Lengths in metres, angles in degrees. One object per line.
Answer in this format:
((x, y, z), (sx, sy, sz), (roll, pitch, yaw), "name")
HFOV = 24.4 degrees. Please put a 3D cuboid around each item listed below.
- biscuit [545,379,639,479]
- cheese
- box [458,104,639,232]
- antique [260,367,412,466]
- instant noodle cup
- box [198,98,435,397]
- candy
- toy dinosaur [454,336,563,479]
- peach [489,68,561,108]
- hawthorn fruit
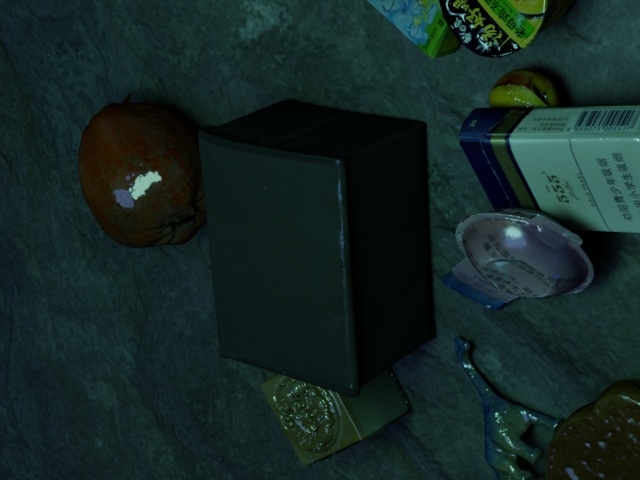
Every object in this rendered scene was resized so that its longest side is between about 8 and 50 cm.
((0.464, 0.361, 1.911), (0.381, 0.074, 0.358), (9, 115, 35), "biscuit")
((0.244, 0.030, 1.902), (0.189, 0.074, 0.286), (28, 155, -5), "cheese")
((0.311, -0.086, 1.806), (0.259, 0.071, 0.168), (5, 140, 40), "box")
((0.018, 0.236, 2.186), (0.147, 0.148, 0.152), (-33, 83, 42), "antique")
((0.233, -0.307, 1.781), (0.151, 0.122, 0.151), (17, 120, 32), "instant noodle cup")
((-0.001, 0.000, 2.057), (0.251, 0.204, 0.345), (13, 116, 36), "box")
((0.113, -0.333, 1.912), (0.194, 0.062, 0.097), (45, 132, 18), "candy")
((0.242, 0.276, 2.085), (0.188, 0.075, 0.247), (33, 133, 38), "toy dinosaur")
((0.261, -0.176, 1.856), (0.098, 0.061, 0.098), (29, 152, 17), "peach")
((-0.271, -0.118, 2.252), (0.262, 0.210, 0.210), (59, 136, 28), "hawthorn fruit")
